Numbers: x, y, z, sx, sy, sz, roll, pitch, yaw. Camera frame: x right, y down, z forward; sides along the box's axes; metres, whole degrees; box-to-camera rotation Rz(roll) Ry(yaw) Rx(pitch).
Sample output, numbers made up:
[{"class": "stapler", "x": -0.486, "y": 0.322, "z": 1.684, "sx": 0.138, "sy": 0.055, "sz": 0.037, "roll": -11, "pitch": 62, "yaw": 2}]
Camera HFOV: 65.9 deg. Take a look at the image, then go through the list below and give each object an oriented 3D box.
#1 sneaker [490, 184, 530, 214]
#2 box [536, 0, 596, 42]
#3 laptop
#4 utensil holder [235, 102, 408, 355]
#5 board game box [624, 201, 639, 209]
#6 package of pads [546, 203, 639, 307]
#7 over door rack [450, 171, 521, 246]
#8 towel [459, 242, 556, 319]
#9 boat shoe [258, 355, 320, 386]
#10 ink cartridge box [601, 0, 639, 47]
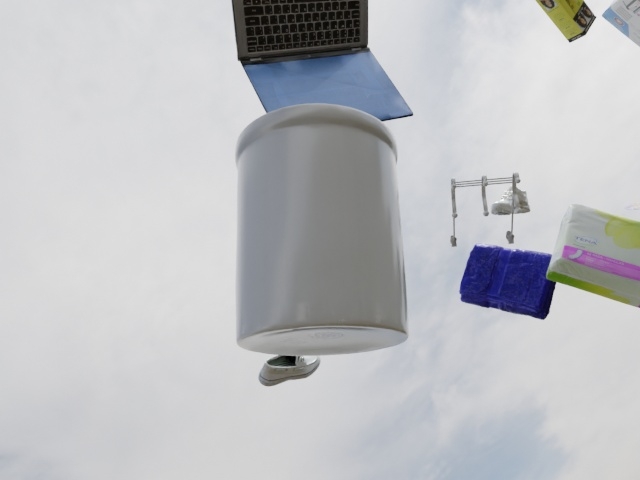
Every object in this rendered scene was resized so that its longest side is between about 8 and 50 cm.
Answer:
[{"class": "sneaker", "x": 0.743, "y": -0.159, "z": 1.948, "sx": 0.232, "sy": 0.090, "sz": 0.116, "roll": -7, "pitch": -86, "yaw": -42}, {"class": "box", "x": 0.664, "y": -0.671, "z": 1.372, "sx": 0.232, "sy": 0.058, "sz": 0.087, "roll": 42, "pitch": -108, "yaw": -15}, {"class": "laptop", "x": 0.012, "y": -0.497, "z": 1.182, "sx": 0.381, "sy": 0.236, "sz": 0.409, "roll": -16, "pitch": -60, "yaw": -25}, {"class": "utensil holder", "x": 0.000, "y": 0.000, "z": 0.926, "sx": 0.327, "sy": 0.386, "sz": 0.328, "roll": -2, "pitch": -22, "yaw": -1}, {"class": "board game box", "x": 0.750, "y": -0.097, "z": 1.059, "sx": 0.133, "sy": 0.168, "sz": 0.033, "roll": -16, "pitch": -81, "yaw": -39}, {"class": "package of pads", "x": 0.759, "y": 0.039, "z": 1.262, "sx": 0.229, "sy": 0.296, "sz": 0.101, "roll": -57, "pitch": -23, "yaw": -34}, {"class": "over door rack", "x": 0.603, "y": -0.093, "z": 1.818, "sx": 0.239, "sy": 0.108, "sz": 0.325, "roll": -3, "pitch": -48, "yaw": 12}, {"class": "towel", "x": 0.639, "y": 0.131, "z": 1.693, "sx": 0.076, "sy": 0.308, "sz": 0.228, "roll": 23, "pitch": -100, "yaw": -47}, {"class": "boat shoe", "x": -0.077, "y": 0.358, "z": 1.433, "sx": 0.226, "sy": 0.083, "sz": 0.076, "roll": -12, "pitch": -50, "yaw": -47}, {"class": "ink cartridge box", "x": 0.726, "y": -0.501, "z": 0.980, "sx": 0.168, "sy": 0.171, "sz": 0.232, "roll": -49, "pitch": -3, "yaw": 11}]
